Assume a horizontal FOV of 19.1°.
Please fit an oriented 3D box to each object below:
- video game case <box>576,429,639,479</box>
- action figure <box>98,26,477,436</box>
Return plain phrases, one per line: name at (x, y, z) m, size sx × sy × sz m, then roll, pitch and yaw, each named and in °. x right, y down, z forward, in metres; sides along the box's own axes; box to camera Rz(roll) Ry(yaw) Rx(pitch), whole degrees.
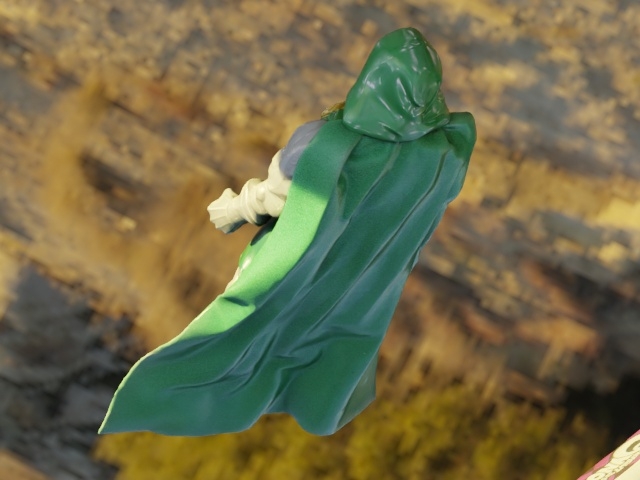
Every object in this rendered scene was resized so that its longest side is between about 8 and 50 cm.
video game case at (0.198, 0.135, 0.612) m, size 0.232 × 0.210 × 0.042 m, roll 56°, pitch 164°, yaw 0°
action figure at (0.000, 0.000, 0.769) m, size 0.137 × 0.063 × 0.232 m, roll -8°, pitch 148°, yaw -31°
